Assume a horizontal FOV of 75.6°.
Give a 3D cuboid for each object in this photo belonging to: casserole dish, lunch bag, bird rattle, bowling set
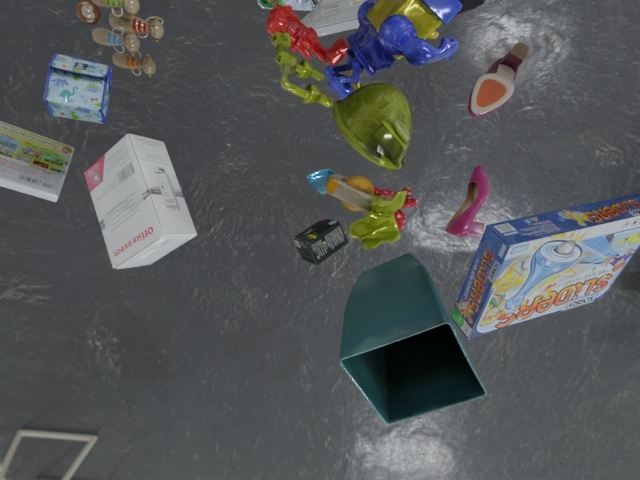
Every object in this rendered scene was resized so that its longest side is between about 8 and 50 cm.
[{"bbox_3d":[0.015,-0.236,1.660,0.114,0.188,0.036,-21,122,-9],"label":"casserole dish"},{"bbox_3d":[-0.591,-0.379,1.014,0.129,0.096,0.151,6,72,-22],"label":"lunch bag"},{"bbox_3d":[0.114,-0.099,0.915,0.207,0.253,0.143,28,116,3],"label":"bird rattle"},{"bbox_3d":[-0.526,-0.577,1.107,0.154,0.199,0.286,14,122,2],"label":"bowling set"}]

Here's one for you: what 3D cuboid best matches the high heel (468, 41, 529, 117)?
[{"bbox_3d":[0.607,-0.529,1.473,0.127,0.181,0.377,41,70,5],"label":"high heel"}]

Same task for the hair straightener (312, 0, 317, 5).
[{"bbox_3d":[-0.060,-0.701,1.118,0.089,0.047,0.231,-40,147,20],"label":"hair straightener"}]

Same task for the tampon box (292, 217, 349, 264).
[{"bbox_3d":[0.000,0.000,1.566,0.161,0.121,0.101,-35,114,-22],"label":"tampon box"}]

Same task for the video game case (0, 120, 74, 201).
[{"bbox_3d":[-0.727,-0.199,0.973,0.227,0.206,0.026,19,127,-33],"label":"video game case"}]

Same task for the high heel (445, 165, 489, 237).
[{"bbox_3d":[0.461,-0.128,1.312,0.117,0.082,0.243,10,84,-9],"label":"high heel"}]

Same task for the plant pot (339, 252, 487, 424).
[{"bbox_3d":[0.139,0.140,0.694,0.166,0.234,0.165,-25,117,16],"label":"plant pot"}]

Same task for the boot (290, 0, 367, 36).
[{"bbox_3d":[0.019,-0.587,1.037,0.259,0.095,0.123,-3,118,18],"label":"boot"}]

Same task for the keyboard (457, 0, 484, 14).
[{"bbox_3d":[0.321,-0.736,1.067,0.202,0.033,0.317,-13,139,14],"label":"keyboard"}]

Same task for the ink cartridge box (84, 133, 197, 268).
[{"bbox_3d":[-0.467,-0.094,1.063,0.207,0.117,0.282,-28,79,26],"label":"ink cartridge box"}]

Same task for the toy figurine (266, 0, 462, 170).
[{"bbox_3d":[0.075,-0.273,0.495,0.191,0.362,0.217,35,118,-30],"label":"toy figurine"}]

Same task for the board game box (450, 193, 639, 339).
[{"bbox_3d":[0.249,0.028,0.443,0.202,0.035,0.136,-11,132,-17],"label":"board game box"}]

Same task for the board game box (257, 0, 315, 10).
[{"bbox_3d":[-0.061,-0.966,1.338,0.390,0.050,0.389,-21,110,-36],"label":"board game box"}]
